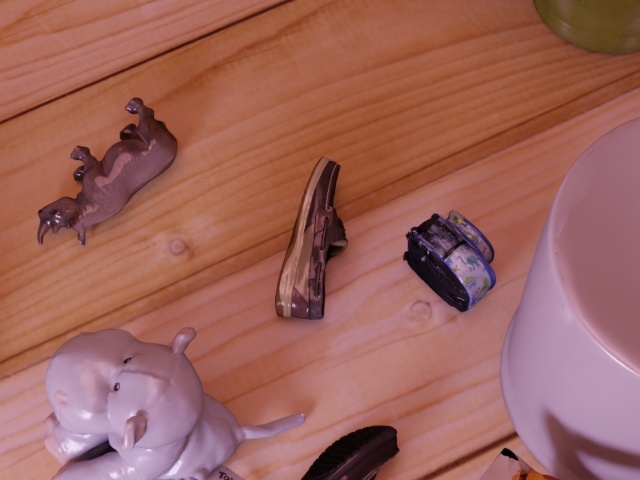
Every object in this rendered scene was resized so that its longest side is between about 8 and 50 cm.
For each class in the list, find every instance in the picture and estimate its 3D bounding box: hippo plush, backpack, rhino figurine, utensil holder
[{"bbox_3d":[-0.204,0.223,1.156,0.294,0.236,0.234,17,66,13],"label":"hippo plush"},{"bbox_3d":[0.171,0.025,1.296,0.084,0.105,0.114,-37,72,-12],"label":"backpack"},{"bbox_3d":[-0.297,-0.082,1.406,0.106,0.073,0.243,38,74,23],"label":"rhino figurine"},{"bbox_3d":[0.369,0.089,1.092,0.328,0.385,0.327,-2,64,4],"label":"utensil holder"}]

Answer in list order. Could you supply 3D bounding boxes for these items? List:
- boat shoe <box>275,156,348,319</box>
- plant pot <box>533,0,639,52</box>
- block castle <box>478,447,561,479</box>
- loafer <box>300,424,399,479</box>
[{"bbox_3d":[0.000,0.000,1.341,0.073,0.080,0.223,14,71,5],"label":"boat shoe"},{"bbox_3d":[0.418,-0.445,1.365,0.367,0.353,0.366,-2,64,5],"label":"plant pot"},{"bbox_3d":[0.309,0.418,0.964,0.453,0.213,0.303,16,70,45],"label":"block castle"},{"bbox_3d":[0.014,0.303,1.199,0.220,0.080,0.078,-40,100,-15],"label":"loafer"}]
